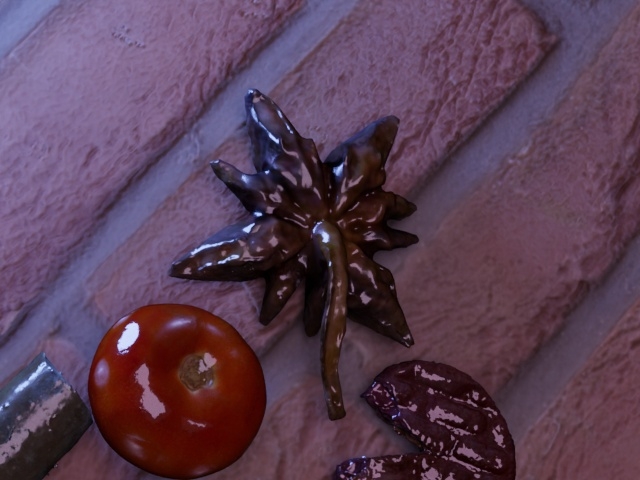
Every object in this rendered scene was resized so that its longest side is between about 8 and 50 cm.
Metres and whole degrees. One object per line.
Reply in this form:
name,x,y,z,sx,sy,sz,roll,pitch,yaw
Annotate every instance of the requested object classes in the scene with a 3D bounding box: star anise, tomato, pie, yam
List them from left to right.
yam,-0.350,0.239,1.840,0.106,0.106,0.259,46,75,-2
tomato,-0.154,0.161,1.872,0.195,0.136,0.195,11,65,-26
star anise,-0.002,-0.001,1.957,0.292,0.109,0.349,25,75,1
pie,0.116,0.248,1.972,0.204,0.054,0.219,36,73,-5
